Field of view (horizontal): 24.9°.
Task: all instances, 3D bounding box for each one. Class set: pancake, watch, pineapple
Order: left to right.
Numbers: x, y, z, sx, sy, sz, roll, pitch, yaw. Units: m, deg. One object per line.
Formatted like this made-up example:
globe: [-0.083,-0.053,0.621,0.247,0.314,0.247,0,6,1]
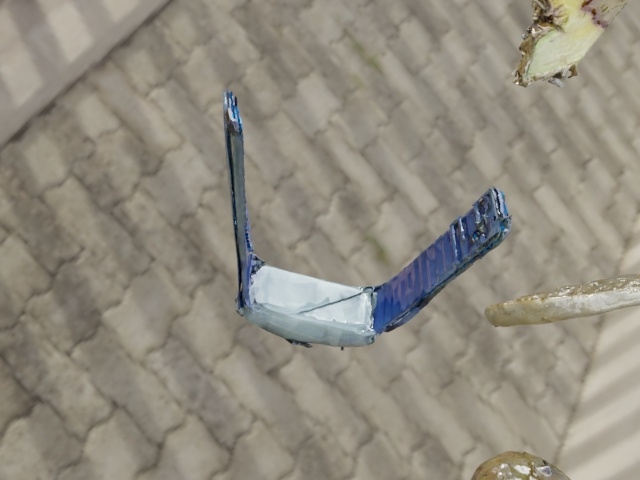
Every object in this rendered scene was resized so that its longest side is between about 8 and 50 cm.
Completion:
watch: [-0.013,-0.001,1.312,0.276,0.274,0.068,20,56,-18]
pineapple: [0.157,-0.139,0.891,0.077,0.114,0.114,21,-10,22]
pancake: [0.183,0.043,1.034,0.139,0.139,0.022,-9,87,-52]

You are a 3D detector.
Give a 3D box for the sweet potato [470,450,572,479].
sweet potato: [0.146,0.227,0.741,0.075,0.075,0.273,7,47,-46]
